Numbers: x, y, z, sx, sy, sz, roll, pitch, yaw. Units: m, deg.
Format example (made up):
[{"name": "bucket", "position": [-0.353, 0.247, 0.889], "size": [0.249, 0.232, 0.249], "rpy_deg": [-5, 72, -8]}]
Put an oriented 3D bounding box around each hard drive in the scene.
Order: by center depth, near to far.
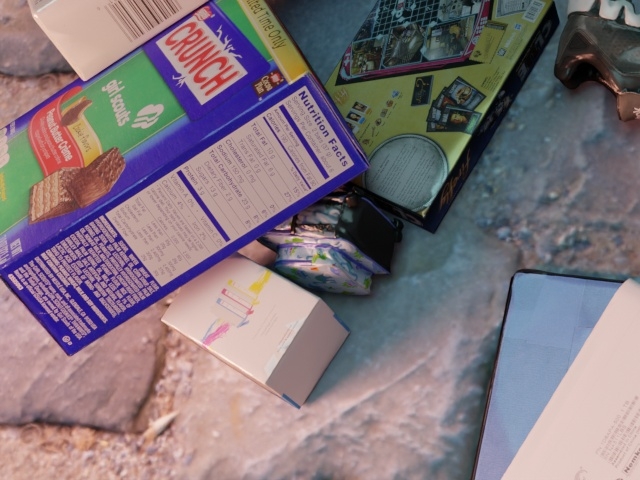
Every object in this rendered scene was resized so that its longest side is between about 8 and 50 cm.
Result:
[{"name": "hard drive", "position": [0.277, 0.180, 0.911], "size": [0.210, 0.040, 0.318], "rpy_deg": [-59, 37, 4]}]

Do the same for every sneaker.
[{"name": "sneaker", "position": [0.311, -0.145, 1.157], "size": [0.234, 0.078, 0.106], "rpy_deg": [22, 83, 26]}]

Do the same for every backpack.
[{"name": "backpack", "position": [0.000, 0.000, 1.183], "size": [0.114, 0.105, 0.084], "rpy_deg": [9, 74, 34]}]

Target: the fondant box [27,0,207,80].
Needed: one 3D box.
[{"name": "fondant box", "position": [-0.196, -0.335, 1.335], "size": [0.238, 0.096, 0.330], "rpy_deg": [-32, 42, 4]}]

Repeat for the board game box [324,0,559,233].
[{"name": "board game box", "position": [0.096, -0.147, 1.246], "size": [0.165, 0.042, 0.243], "rpy_deg": [27, 79, 26]}]

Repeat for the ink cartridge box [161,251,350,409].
[{"name": "ink cartridge box", "position": [-0.065, 0.072, 1.182], "size": [0.143, 0.092, 0.090], "rpy_deg": [28, 80, 28]}]

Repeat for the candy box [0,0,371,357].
[{"name": "candy box", "position": [-0.145, -0.082, 1.202], "size": [0.317, 0.122, 0.268], "rpy_deg": [-32, 33, 2]}]

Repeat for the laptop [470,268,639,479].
[{"name": "laptop", "position": [0.290, 0.186, 0.941], "size": [0.236, 0.408, 0.382], "rpy_deg": [17, 72, -11]}]
